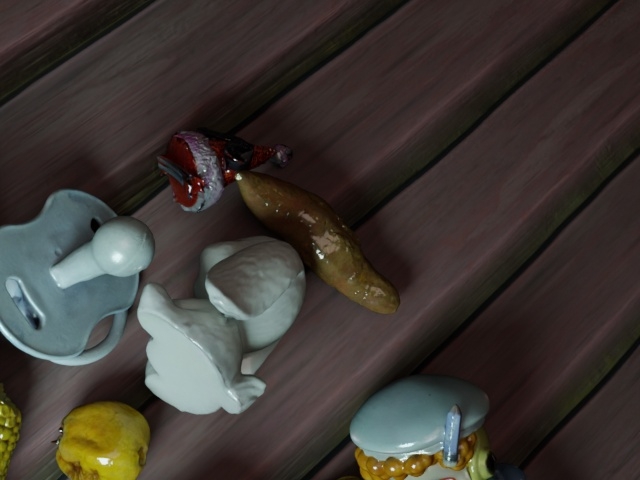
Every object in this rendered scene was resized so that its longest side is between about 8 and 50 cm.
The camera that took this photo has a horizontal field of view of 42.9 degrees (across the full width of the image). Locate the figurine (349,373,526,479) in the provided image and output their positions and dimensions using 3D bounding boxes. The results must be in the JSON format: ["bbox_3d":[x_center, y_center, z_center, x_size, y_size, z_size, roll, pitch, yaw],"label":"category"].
[{"bbox_3d":[0.214,0.354,1.292,0.382,0.224,0.205,49,46,-28],"label":"figurine"}]

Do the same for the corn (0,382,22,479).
[{"bbox_3d":[-0.502,0.366,1.065,0.144,0.144,0.387,23,76,-11],"label":"corn"}]

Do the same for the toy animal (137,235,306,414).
[{"bbox_3d":[-0.123,0.109,1.200,0.206,0.272,0.265,26,47,17],"label":"toy animal"}]

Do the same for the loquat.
[{"bbox_3d":[-0.309,0.289,1.154,0.137,0.113,0.137,0,85,5],"label":"loquat"}]

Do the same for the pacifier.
[{"bbox_3d":[-0.315,0.041,1.119,0.238,0.225,0.287,61,34,-11],"label":"pacifier"}]

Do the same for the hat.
[{"bbox_3d":[-0.136,-0.122,1.280,0.227,0.140,0.129,-16,100,-31],"label":"hat"}]

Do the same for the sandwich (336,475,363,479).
[{"bbox_3d":[-0.005,0.496,1.215,0.251,0.087,0.226,-19,95,-20],"label":"sandwich"}]

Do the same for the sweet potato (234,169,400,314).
[{"bbox_3d":[-0.004,-0.008,1.301,0.095,0.106,0.354,-44,110,12],"label":"sweet potato"}]
